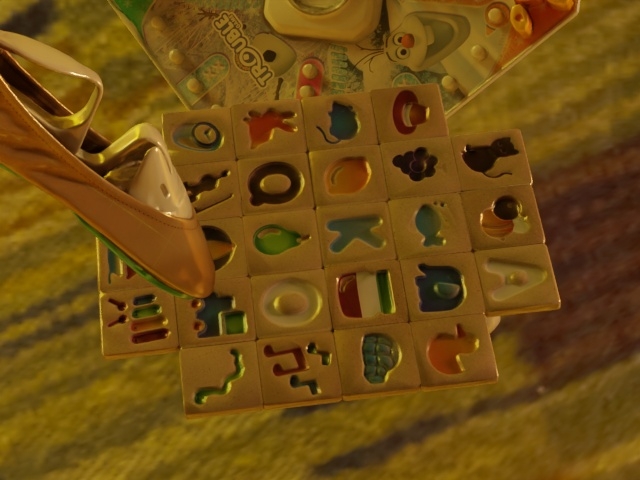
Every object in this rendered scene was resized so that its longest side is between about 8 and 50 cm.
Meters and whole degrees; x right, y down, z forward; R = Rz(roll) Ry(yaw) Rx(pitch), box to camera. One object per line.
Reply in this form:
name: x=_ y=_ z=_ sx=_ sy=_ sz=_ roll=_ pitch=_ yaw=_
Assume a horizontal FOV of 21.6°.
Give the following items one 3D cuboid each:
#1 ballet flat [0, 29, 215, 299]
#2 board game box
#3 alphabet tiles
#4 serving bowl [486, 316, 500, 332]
ballet flat: x=-0.129 y=-0.049 z=0.924 sx=0.232 sy=0.080 sz=0.073 roll=36 pitch=105 yaw=-29
board game box: x=-0.001 y=-0.270 z=1.726 sx=0.390 sy=0.050 sz=0.390 roll=-38 pitch=78 yaw=8
alphabet tiles: x=0.000 y=0.000 z=1.285 sx=0.342 sy=0.011 sz=0.285 roll=-7 pitch=54 yaw=-3
serving bowl: x=0.118 y=0.064 z=1.504 sx=0.083 sy=0.083 sz=0.027 roll=22 pitch=65 yaw=20
